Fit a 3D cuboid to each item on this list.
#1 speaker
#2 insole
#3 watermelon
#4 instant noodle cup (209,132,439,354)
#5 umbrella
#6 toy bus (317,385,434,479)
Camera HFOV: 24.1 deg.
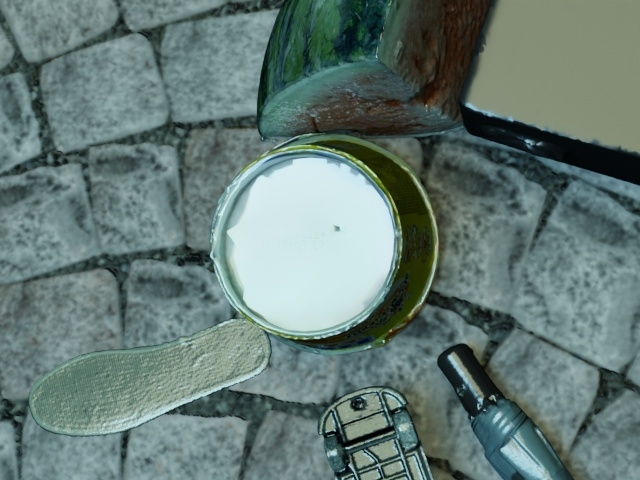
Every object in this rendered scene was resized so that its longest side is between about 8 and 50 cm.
[{"bbox_3d":[0.268,-0.168,1.257,0.254,0.184,0.232,18,89,9],"label":"speaker"},{"bbox_3d":[-0.155,0.126,1.364,0.232,0.003,0.080,-16,76,5],"label":"insole"},{"bbox_3d":[0.072,-0.180,1.312,0.201,0.261,0.213,24,77,-15],"label":"watermelon"},{"bbox_3d":[0.000,0.000,1.277,0.205,0.153,0.205,0,88,7],"label":"instant noodle cup"},{"bbox_3d":[0.179,0.195,1.273,0.052,0.053,0.250,-35,76,1],"label":"umbrella"},{"bbox_3d":[0.062,0.222,1.266,0.087,0.089,0.194,-20,75,2],"label":"toy bus"}]
